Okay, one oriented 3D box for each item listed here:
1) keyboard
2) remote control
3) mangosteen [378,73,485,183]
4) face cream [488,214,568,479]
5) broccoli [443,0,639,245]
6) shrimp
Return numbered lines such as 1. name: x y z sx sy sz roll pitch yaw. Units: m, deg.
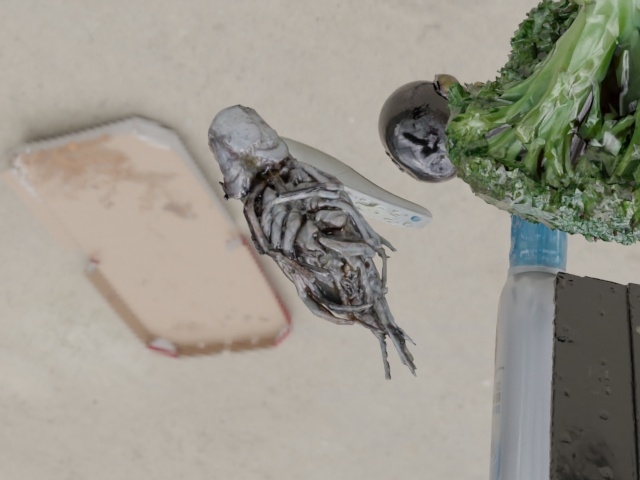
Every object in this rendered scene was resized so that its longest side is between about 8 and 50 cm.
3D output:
1. keyboard: 0.155 0.083 0.700 0.060 0.195 0.018 13 127 2
2. remote control: 0.016 -0.068 1.403 0.229 0.044 0.073 21 164 -6
3. mangosteen: 0.149 -0.146 1.605 0.151 0.137 0.137 -36 130 10
4. face cream: 0.219 0.119 1.317 0.080 0.337 0.163 3 169 7
5. broccoli: 0.245 -0.121 1.004 0.308 0.308 0.275 -6 137 16
6. shrimp: 0.000 0.000 0.644 0.165 0.056 0.065 48 173 14
